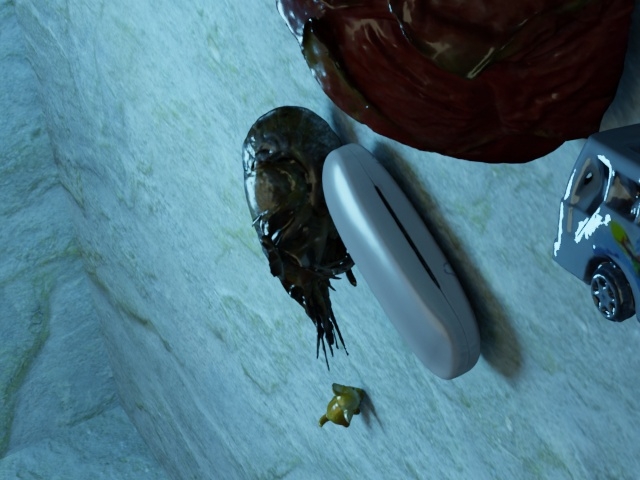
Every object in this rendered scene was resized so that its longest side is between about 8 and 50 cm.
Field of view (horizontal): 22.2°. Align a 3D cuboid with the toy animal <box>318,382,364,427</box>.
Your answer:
[{"bbox_3d":[0.027,0.232,2.288,0.083,0.081,0.060,52,-167,-79],"label":"toy animal"}]

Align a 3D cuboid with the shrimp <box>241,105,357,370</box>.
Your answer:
[{"bbox_3d":[-0.005,-0.001,1.993,0.116,0.145,0.343,-85,-16,-71],"label":"shrimp"}]

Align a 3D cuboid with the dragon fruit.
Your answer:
[{"bbox_3d":[0.125,-0.229,1.295,0.330,0.302,0.240,139,140,-56],"label":"dragon fruit"}]

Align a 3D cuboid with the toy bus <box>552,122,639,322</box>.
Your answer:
[{"bbox_3d":[0.297,0.023,1.189,0.330,0.109,0.136,41,140,53],"label":"toy bus"}]

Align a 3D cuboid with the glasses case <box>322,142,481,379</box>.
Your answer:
[{"bbox_3d":[0.088,0.022,1.830,0.296,0.075,0.113,58,160,22],"label":"glasses case"}]
